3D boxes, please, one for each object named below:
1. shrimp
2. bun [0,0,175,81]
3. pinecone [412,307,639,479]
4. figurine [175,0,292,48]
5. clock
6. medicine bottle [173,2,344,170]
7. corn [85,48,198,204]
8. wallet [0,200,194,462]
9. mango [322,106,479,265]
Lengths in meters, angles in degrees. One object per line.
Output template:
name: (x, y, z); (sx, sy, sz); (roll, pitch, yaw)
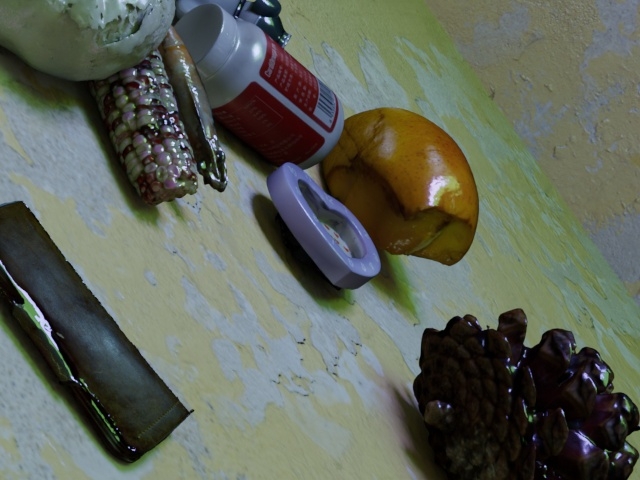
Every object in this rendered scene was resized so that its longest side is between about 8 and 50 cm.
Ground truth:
shrimp: (-0.158, -0.146, 1.780); (0.143, 0.052, 0.251); (102, -26, -57)
bun: (-0.261, -0.282, 1.626); (0.239, 0.141, 0.239); (14, 46, -15)
pinecone: (0.261, 0.227, 1.885); (0.296, 0.242, 0.298); (34, 20, -41)
figurine: (-0.135, -0.314, 2.137); (0.192, 0.126, 0.147); (33, 31, -8)
clock: (0.000, 0.000, 1.958); (0.198, 0.064, 0.172); (39, 22, -37)
medicine bottle: (-0.086, -0.200, 2.016); (0.250, 0.131, 0.131); (37, 23, -39)
corn: (-0.205, -0.153, 1.706); (0.092, 0.092, 0.280); (25, 35, -55)
wallet: (-0.216, 0.074, 1.331); (0.255, 0.031, 0.137); (52, 18, 1)
mango: (0.109, -0.082, 2.226); (0.350, 0.199, 0.201); (-124, -164, -55)
